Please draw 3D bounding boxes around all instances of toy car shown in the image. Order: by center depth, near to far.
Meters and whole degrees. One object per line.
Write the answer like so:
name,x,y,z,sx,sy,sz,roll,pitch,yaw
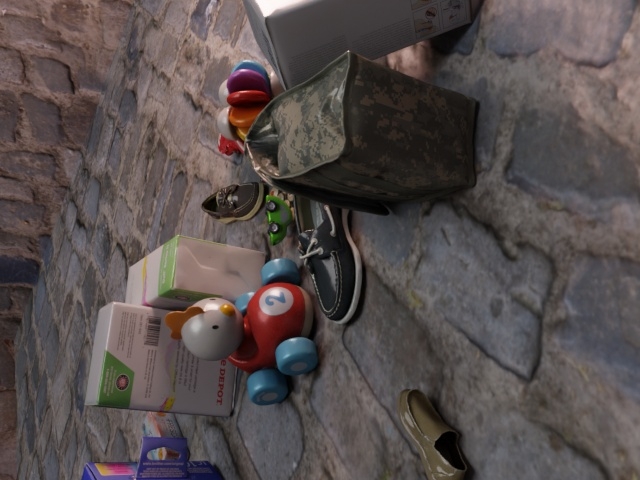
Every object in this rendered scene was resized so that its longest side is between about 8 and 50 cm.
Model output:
toy car,-0.155,0.151,1.226,0.210,0.238,0.219,-50,40,36
toy car,-0.088,-0.103,1.345,0.239,0.053,0.224,127,136,-80
toy car,-0.150,-0.306,1.462,0.159,0.136,0.181,-7,65,12

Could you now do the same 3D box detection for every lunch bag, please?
lunch bag,0.047,-0.135,1.023,0.287,0.235,0.168,-14,69,55

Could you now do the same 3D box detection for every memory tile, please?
memory tile,-0.063,-0.105,1.403,0.113,0.012,0.148,-64,33,18

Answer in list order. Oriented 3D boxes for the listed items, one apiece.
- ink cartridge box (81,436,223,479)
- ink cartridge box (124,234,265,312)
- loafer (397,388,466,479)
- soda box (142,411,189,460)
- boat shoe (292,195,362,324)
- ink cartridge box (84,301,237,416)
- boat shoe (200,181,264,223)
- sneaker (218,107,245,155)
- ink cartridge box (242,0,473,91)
ink cartridge box,-0.339,0.579,1.312,0.151,0.270,0.395,28,101,53
ink cartridge box,-0.296,0.104,1.500,0.354,0.207,0.119,-25,58,51
loafer,0.148,0.251,0.881,0.050,0.056,0.148,-51,49,33
soda box,-0.364,0.468,1.602,0.183,0.058,0.062,43,114,56
boat shoe,0.000,0.000,1.181,0.114,0.091,0.302,-44,43,41
ink cartridge box,-0.322,0.253,1.415,0.117,0.278,0.201,-24,58,56
boat shoe,-0.206,-0.087,1.564,0.224,0.074,0.080,-16,65,55
sneaker,-0.184,-0.232,1.612,0.221,0.087,0.128,-112,29,-44
ink cartridge box,0.038,-0.397,1.083,0.271,0.310,0.130,-116,5,-48
